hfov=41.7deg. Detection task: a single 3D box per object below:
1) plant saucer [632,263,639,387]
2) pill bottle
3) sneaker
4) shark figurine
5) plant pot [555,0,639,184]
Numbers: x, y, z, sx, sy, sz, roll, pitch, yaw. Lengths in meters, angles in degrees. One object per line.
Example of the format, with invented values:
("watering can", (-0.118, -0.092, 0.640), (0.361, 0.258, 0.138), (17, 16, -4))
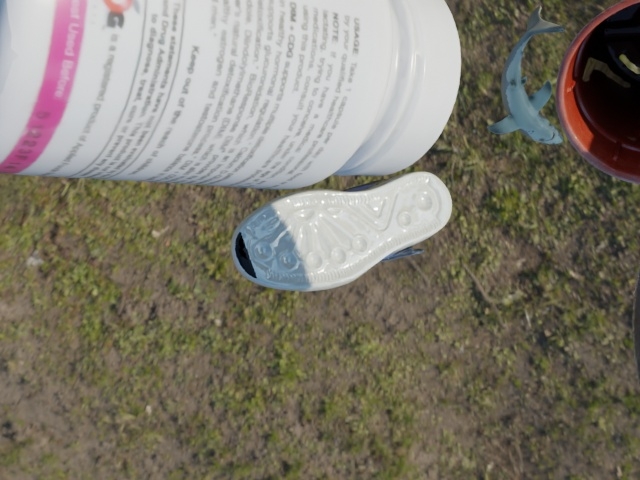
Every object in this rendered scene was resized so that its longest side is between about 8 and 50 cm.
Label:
("plant saucer", (0.357, 0.059, 0.549), (0.310, 0.050, 0.311), (1, 86, -12))
("pill bottle", (-0.062, -0.110, 0.470), (0.283, 0.160, 0.160), (1, 128, -41))
("sneaker", (0.000, -0.001, 1.149), (0.323, 0.236, 0.130), (-18, 88, -26))
("shark figurine", (0.402, -0.325, 1.717), (0.166, 0.116, 0.278), (-10, 112, -4))
("plant pot", (0.490, -0.257, 1.189), (0.272, 0.265, 0.272), (12, 125, 17))
